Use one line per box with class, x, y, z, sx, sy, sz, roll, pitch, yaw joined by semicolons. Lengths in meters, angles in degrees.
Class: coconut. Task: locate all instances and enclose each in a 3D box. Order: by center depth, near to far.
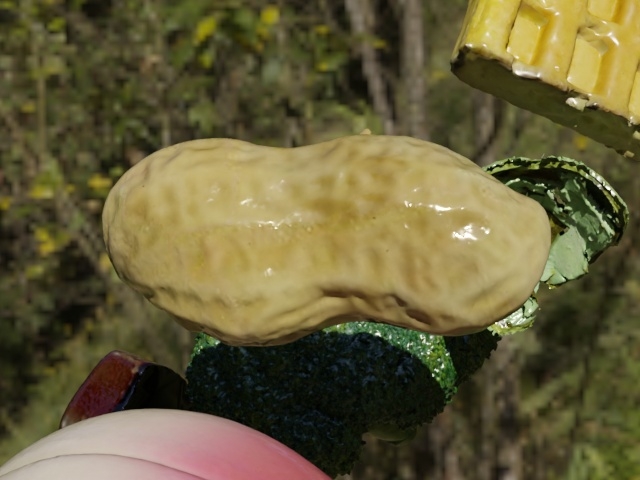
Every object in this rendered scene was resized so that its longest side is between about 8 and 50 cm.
coconut;0.161;-0.010;1.313;0.158;0.133;0.055;-33;13;31

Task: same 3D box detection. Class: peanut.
peanut;0.000;0.000;1.169;0.313;0.149;0.149;-1;0;14

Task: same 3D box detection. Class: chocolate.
chocolate;-0.190;0.161;1.603;0.080;0.125;0.149;18;35;33

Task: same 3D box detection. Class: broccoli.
broccoli;0.015;0.103;1.521;0.261;0.269;0.241;14;-16;28

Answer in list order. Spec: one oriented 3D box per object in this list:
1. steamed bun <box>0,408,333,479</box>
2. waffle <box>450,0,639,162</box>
steamed bun;-0.074;0.231;1.024;0.309;0.309;0.309;-1;0;0
waffle;0.236;-0.178;1.345;0.248;0.221;0.055;24;-27;-10
